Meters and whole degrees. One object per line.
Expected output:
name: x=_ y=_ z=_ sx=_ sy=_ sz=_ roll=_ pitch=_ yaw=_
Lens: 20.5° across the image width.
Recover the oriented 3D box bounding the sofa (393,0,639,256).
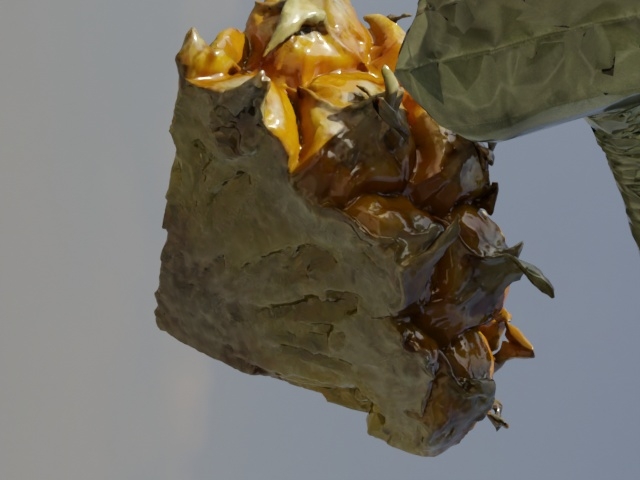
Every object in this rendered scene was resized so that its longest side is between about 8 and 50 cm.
sofa: x=0.172 y=-0.047 z=0.661 sx=0.210 sy=0.225 sz=0.176 roll=-8 pitch=-87 yaw=28

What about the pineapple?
pineapple: x=0.000 y=0.000 z=0.832 sx=0.186 sy=0.114 sz=0.236 roll=-10 pitch=-74 yaw=44
